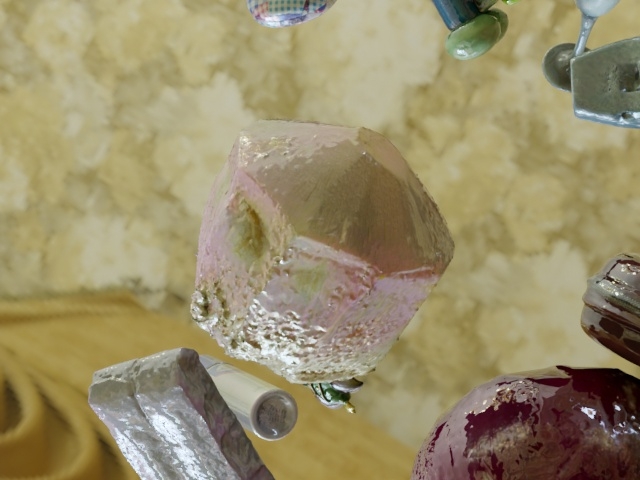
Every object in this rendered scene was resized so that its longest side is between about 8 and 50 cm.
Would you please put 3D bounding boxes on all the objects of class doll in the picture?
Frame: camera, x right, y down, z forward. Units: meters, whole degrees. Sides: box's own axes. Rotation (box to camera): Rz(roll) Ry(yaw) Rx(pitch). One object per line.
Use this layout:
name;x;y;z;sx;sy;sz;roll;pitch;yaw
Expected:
doll;0.240;-0.363;2.054;0.322;0.186;0.198;-39;3;12
doll;-0.006;0.142;1.923;0.077;0.113;0.078;-9;-21;-28

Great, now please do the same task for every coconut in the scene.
coconut;0.000;0.000;1.669;0.233;0.233;0.245;-27;-28;-47

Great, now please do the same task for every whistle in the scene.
whistle;0.315;-0.124;1.292;0.093;0.269;0.180;28;-123;-77

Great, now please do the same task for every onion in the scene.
onion;0.256;0.318;1.773;0.347;0.348;0.385;83;-177;-49

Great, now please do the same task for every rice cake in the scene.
rice cake;-0.088;0.223;1.536;0.298;0.106;0.050;59;-147;-22

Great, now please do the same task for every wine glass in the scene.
wine glass;0.488;-0.338;2.627;0.309;0.264;0.096;99;178;-58

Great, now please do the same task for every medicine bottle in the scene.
medicine bottle;-0.096;0.177;2.024;0.059;0.231;0.059;-3;-82;-24

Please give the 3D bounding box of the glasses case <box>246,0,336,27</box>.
glasses case;-0.025;-0.401;2.302;0.076;0.125;0.327;59;-154;-44

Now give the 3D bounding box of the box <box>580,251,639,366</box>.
box;0.438;0.103;1.854;0.404;0.263;0.108;11;-78;-58
